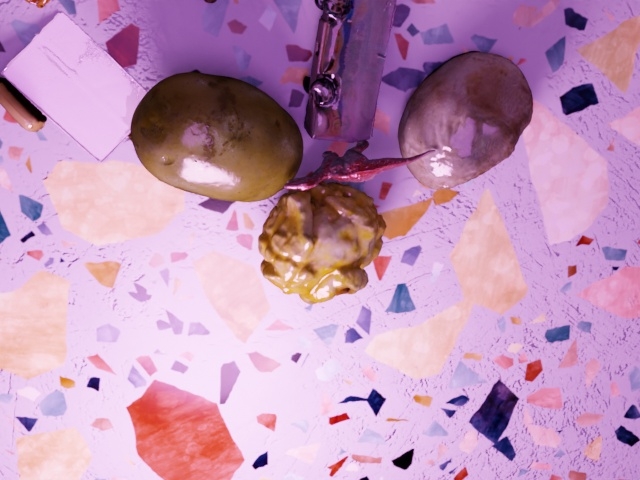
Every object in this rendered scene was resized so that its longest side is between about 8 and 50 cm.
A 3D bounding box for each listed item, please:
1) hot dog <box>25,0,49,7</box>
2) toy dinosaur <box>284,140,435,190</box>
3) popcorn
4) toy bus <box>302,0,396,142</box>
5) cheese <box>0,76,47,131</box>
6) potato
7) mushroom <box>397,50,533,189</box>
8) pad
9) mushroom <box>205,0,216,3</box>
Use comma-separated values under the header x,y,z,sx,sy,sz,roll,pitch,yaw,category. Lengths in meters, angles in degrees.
x,y,z,sx,sy,sz,roll,pitch,yaw,category
-0.466,-0.459,1.452,0.062,0.038,0.144,6,114,-12,hot dog
0.075,-0.129,1.529,0.242,0.167,0.053,1,116,23,toy dinosaur
0.000,0.000,1.609,0.256,0.195,0.255,-30,127,-18,popcorn
0.050,-0.333,1.528,0.137,0.112,0.317,5,113,-13,toy bus
-0.546,-0.255,1.510,0.036,0.086,0.162,-42,97,4,cheese
-0.174,-0.174,1.509,0.304,0.216,0.216,23,108,-27,potato
0.264,-0.215,1.568,0.267,0.164,0.190,-29,113,6,mushroom
-0.422,-0.267,1.537,0.156,0.004,0.232,-46,110,0,pad
-0.175,-0.498,1.435,0.227,0.148,0.217,26,123,-10,mushroom
